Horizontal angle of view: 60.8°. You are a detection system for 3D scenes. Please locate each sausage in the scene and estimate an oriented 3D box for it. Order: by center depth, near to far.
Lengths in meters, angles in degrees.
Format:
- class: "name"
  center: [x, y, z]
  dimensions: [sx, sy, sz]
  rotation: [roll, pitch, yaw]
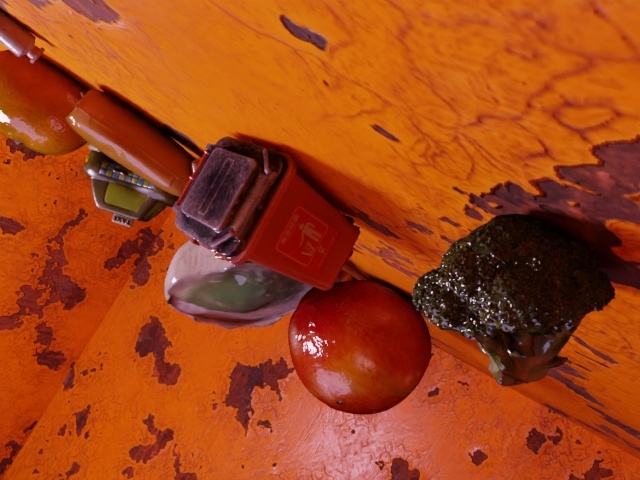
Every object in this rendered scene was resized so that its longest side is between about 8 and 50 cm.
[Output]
- class: "sausage"
  center: [-0.332, -0.169, 1.072]
  dimensions: [0.328, 0.112, 0.112]
  rotation: [37, 171, -28]

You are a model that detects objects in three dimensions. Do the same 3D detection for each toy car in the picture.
- class: "toy car"
  center: [-0.420, -0.128, 1.257]
  dimensions: [0.248, 0.198, 0.204]
  rotation: [16, 178, -5]

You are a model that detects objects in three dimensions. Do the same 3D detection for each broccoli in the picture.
- class: "broccoli"
  center: [0.165, 0.045, 0.454]
  dimensions: [0.162, 0.137, 0.146]
  rotation: [-16, -164, -40]

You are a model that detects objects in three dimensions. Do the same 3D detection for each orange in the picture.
- class: "orange"
  center: [-0.583, -0.274, 1.119]
  dimensions: [0.240, 0.171, 0.240]
  rotation: [31, 173, 4]

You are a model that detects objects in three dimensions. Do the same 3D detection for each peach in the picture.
- class: "peach"
  center: [0.091, 0.270, 1.442]
  dimensions: [0.388, 0.388, 0.388]
  rotation: [30, 173, 4]

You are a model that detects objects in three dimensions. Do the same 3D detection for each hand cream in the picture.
- class: "hand cream"
  center: [-0.531, -0.360, 0.843]
  dimensions: [0.210, 0.043, 0.067]
  rotation: [41, 167, -31]

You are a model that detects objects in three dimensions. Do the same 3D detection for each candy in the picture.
- class: "candy"
  center: [-0.180, 0.089, 1.457]
  dimensions: [0.427, 0.386, 0.186]
  rotation: [33, -147, -45]

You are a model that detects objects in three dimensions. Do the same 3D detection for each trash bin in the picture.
- class: "trash bin"
  center: [-0.074, -0.030, 0.791]
  dimensions: [0.184, 0.161, 0.239]
  rotation: [25, 175, 43]

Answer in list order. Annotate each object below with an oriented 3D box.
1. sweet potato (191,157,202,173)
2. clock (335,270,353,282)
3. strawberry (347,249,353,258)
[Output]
- class: "sweet potato"
  center: [-0.190, -0.117, 1.115]
  dimensions: [0.056, 0.056, 0.195]
  rotation: [25, 178, 38]
- class: "clock"
  center: [0.055, 0.160, 1.847]
  dimensions: [0.255, 0.106, 0.220]
  rotation: [35, 172, -33]
- class: "strawberry"
  center: [-0.002, 0.003, 1.184]
  dimensions: [0.152, 0.048, 0.104]
  rotation: [32, 178, 16]
